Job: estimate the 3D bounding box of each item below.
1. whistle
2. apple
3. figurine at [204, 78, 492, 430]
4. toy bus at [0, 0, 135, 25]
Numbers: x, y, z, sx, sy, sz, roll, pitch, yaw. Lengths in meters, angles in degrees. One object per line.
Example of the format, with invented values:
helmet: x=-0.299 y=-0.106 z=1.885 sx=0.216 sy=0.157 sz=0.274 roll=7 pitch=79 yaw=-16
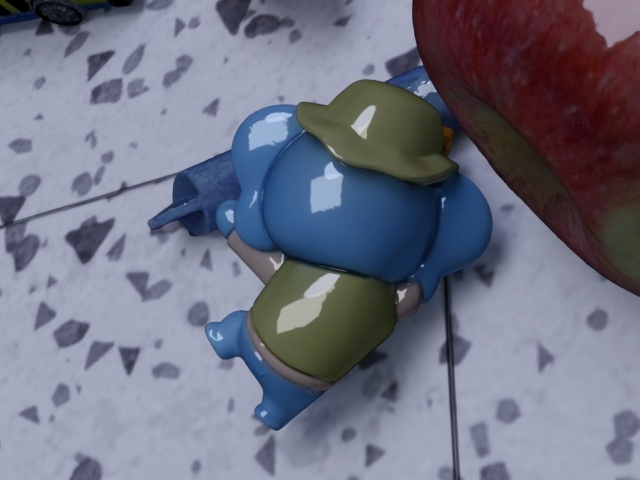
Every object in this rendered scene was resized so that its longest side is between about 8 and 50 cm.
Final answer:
whistle: x=-0.006 y=-0.073 z=1.270 sx=0.304 sy=0.062 sz=0.062 roll=-22 pitch=58 yaw=23
apple: x=0.233 y=-0.123 z=0.985 sx=0.269 sy=0.345 sz=0.345 roll=-39 pitch=52 yaw=-2
figurine: x=0.000 y=0.001 z=1.172 sx=0.262 sy=0.154 sz=0.180 roll=-52 pitch=55 yaw=6
toy bus: x=-0.317 y=-0.295 z=1.503 sx=0.288 sy=0.175 sz=0.138 roll=-4 pitch=65 yaw=31
